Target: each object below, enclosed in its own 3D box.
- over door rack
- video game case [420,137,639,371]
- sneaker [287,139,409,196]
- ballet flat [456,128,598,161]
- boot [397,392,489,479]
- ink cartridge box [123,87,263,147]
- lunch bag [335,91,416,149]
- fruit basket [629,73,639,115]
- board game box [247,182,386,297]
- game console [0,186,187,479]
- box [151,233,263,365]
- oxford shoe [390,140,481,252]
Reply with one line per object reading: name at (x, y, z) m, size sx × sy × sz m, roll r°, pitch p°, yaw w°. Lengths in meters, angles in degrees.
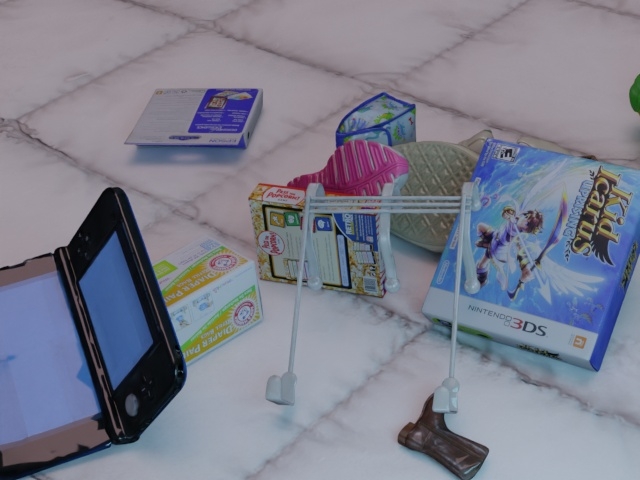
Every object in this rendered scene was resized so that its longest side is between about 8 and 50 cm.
over door rack at (0.076, 0.078, 1.650) m, size 0.240 × 0.108 × 0.324 m, roll 0°, pitch 62°, yaw 19°
video game case at (0.294, 0.012, 1.709) m, size 0.244 × 0.061 × 0.269 m, roll 15°, pitch 77°, yaw 28°
sneaker at (0.053, -0.074, 1.888) m, size 0.111 × 0.103 × 0.252 m, roll 9°, pitch -19°, yaw -36°
ballet flat at (0.288, -0.117, 1.991) m, size 0.316 × 0.106 × 0.107 m, roll 8°, pitch 36°, yaw 21°
boot at (0.167, 0.234, 1.550) m, size 0.114 × 0.037 × 0.106 m, roll 21°, pitch 55°, yaw 39°
ink cartridge box at (-0.220, -0.204, 2.254) m, size 0.206 × 0.045 × 0.208 m, roll 2°, pitch 34°, yaw 11°
lunch bag at (0.083, -0.146, 2.046) m, size 0.151 × 0.128 × 0.096 m, roll -31°, pitch 40°, yaw -33°
fruit basket at (0.639, -0.208, 1.960) m, size 0.392 × 0.283 × 0.392 m, roll 3°, pitch 49°, yaw -4°
board game box at (0.000, 0.000, 1.827) m, size 0.194 × 0.146 × 0.045 m, roll 8°, pitch 37°, yaw 19°
game console at (-0.325, 0.113, 1.600) m, size 0.173 × 0.250 × 0.293 m, roll -2°, pitch 58°, yaw -37°
box at (-0.192, 0.092, 1.758) m, size 0.203 × 0.103 × 0.114 m, roll -30°, pitch 40°, yaw -32°
oxford shoe at (0.256, -0.046, 1.887) m, size 0.449 × 0.130 × 0.169 m, roll 10°, pitch 81°, yaw 34°
